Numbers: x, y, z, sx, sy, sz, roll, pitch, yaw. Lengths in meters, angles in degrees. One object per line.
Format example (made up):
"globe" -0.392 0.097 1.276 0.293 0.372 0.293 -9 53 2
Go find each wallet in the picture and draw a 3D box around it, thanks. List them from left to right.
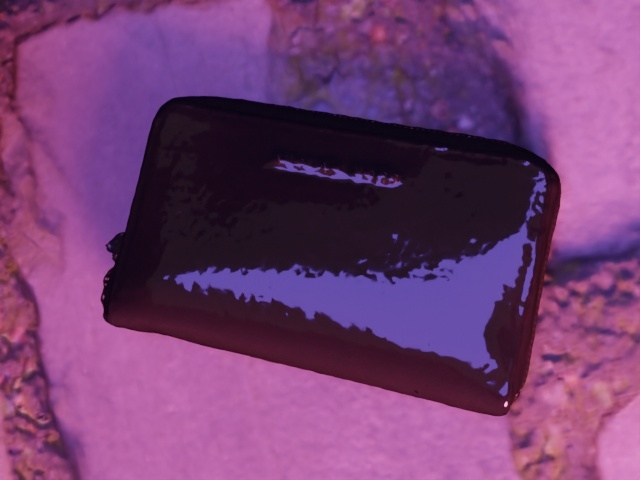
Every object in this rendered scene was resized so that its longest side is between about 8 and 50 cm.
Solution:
"wallet" 0.000 0.000 0.574 0.250 0.044 0.149 13 84 16
